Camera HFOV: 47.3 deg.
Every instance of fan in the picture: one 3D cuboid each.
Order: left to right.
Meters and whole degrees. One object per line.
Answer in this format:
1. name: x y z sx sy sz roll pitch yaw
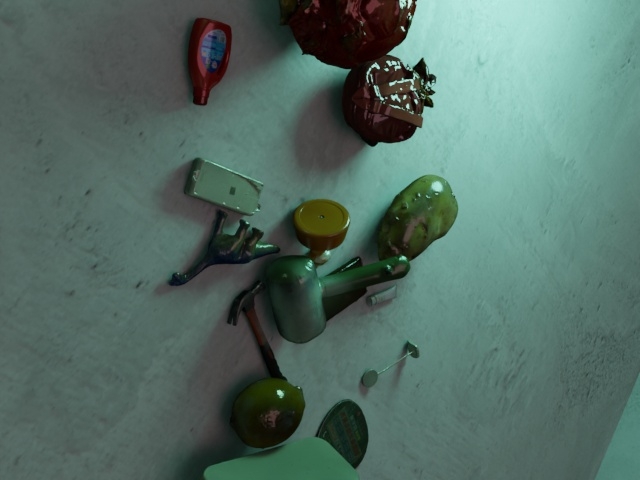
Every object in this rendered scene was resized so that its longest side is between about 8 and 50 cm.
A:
1. fan: 0.041 0.571 1.939 0.223 0.012 0.294 41 72 -42

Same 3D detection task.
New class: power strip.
1. power strip: -0.198 -0.110 1.530 0.192 0.035 0.082 19 86 -45

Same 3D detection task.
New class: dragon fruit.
1. dragon fruit: 0.062 -0.505 1.527 0.342 0.277 0.278 -27 118 -31

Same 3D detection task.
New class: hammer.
1. hammer: -0.131 0.236 1.679 0.111 0.033 0.288 -39 124 -31
2. hammer: 0.049 0.105 1.670 0.335 0.119 0.207 -15 120 -6

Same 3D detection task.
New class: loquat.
1. loquat: -0.114 0.386 1.655 0.195 0.152 0.152 -14 109 -30

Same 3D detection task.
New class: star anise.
1. star anise: 0.248 -0.383 1.876 0.167 0.057 0.168 -11 106 -42

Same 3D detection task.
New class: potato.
1. potato: 0.243 -0.050 1.896 0.296 0.141 0.192 -47 144 -26

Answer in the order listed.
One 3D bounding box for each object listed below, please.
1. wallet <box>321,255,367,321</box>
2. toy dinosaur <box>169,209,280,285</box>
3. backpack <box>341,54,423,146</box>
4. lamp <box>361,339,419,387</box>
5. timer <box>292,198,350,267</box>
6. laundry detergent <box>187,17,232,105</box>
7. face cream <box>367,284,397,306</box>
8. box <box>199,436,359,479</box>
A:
1. wallet: 0.037 0.128 1.814 0.198 0.031 0.110 -32 121 -35
2. toy dinosaur: -0.192 0.046 1.571 0.247 0.075 0.188 28 90 -49
3. backpack: 0.140 -0.331 1.727 0.229 0.138 0.229 -13 109 -44
4. lamp: 0.186 0.339 2.015 0.198 0.056 0.050 -25 118 -25
5. timer: 0.000 0.000 1.707 0.132 0.132 0.152 -35 145 -33
6. laundry detergent: -0.222 -0.348 1.445 0.097 0.049 0.165 2 101 -48
7. face cream: 0.168 0.150 1.953 0.115 0.020 0.038 -16 110 -44
8. box: -0.128 0.647 1.627 0.351 0.177 0.344 -3 121 -44
